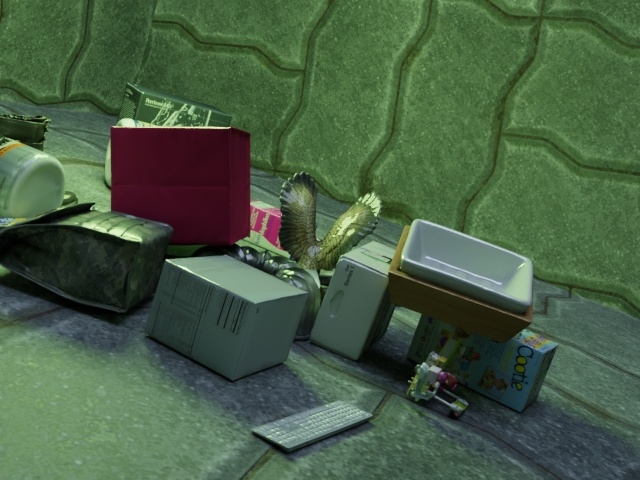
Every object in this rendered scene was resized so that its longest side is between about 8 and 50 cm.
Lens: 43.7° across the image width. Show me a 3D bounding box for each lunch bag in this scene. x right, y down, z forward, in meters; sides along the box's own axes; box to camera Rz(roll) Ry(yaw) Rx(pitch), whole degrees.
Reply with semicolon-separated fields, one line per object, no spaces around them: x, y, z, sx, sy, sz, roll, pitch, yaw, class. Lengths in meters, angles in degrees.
-0.460;0.016;1.545;0.287;0.169;0.235;14;7;3;lunch bag

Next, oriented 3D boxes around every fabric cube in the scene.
-0.301;-0.120;1.775;0.258;0.259;0.254;1;4;4;fabric cube

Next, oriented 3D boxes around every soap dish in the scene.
0.287;0.082;1.637;0.291;0.118;0.229;19;29;6;soap dish

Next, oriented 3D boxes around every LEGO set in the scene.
0.269;0.258;1.583;0.107;0.132;0.287;29;31;20;LEGO set

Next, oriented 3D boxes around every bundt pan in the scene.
-0.146;0.097;1.740;0.331;0.124;0.331;17;10;-3;bundt pan

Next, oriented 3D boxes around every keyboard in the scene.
-0.007;0.294;1.286;0.072;0.014;0.256;24;13;30;keyboard

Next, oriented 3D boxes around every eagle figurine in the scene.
-0.004;-0.004;1.986;0.226;0.298;0.225;9;15;-39;eagle figurine

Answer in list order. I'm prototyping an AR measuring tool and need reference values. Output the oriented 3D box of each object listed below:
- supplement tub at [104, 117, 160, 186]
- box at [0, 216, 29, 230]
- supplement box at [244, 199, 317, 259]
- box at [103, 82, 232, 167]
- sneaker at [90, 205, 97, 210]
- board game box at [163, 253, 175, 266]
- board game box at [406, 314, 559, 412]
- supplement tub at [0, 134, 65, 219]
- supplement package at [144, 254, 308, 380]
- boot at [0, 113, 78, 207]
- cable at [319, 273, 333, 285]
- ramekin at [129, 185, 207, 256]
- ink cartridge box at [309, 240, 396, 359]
-0.512;-0.250;2.570;0.316;0.228;0.228;11;13;-29;supplement tub
-0.650;-0.015;1.677;0.059;0.054;0.169;25;14;34;box
-0.140;-0.034;2.404;0.220;0.111;0.114;22;12;22;supplement box
-0.531;-0.344;2.779;0.343;0.312;0.179;9;14;-34;box
-0.561;-0.047;1.864;0.212;0.094;0.080;20;13;12;sneaker
-0.412;0.050;1.748;0.141;0.048;0.170;17;11;4;board game box
0.356;0.242;1.758;0.275;0.144;0.142;24;12;26;board game box
-0.757;-0.149;1.804;0.316;0.193;0.193;20;12;17;supplement tub
-0.169;0.132;1.461;0.203;0.149;0.194;23;12;25;supplement package
-0.717;-0.200;2.011;0.263;0.229;0.091;8;15;-39;boot
0.065;0.098;2.187;0.287;0.072;0.139;14;6;-18;cable
-0.373;-0.111;2.056;0.303;0.148;0.303;14;35;-10;ramekin
0.097;0.126;1.766;0.117;0.201;0.278;23;12;14;ink cartridge box
